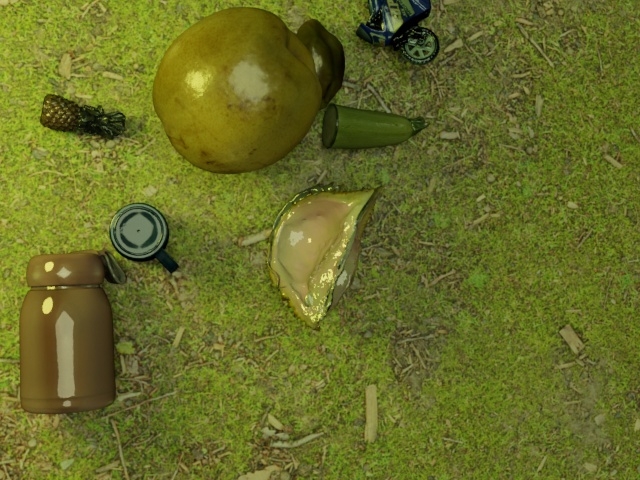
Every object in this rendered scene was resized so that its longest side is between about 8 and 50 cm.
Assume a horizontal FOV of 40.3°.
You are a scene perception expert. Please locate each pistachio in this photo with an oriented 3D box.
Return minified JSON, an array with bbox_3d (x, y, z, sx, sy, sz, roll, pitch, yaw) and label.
[{"bbox_3d":[-0.006,-0.356,1.757,0.100,0.110,0.189,4,87,16],"label":"pistachio"}]

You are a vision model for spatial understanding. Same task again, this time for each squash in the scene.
[{"bbox_3d":[0.119,-0.235,1.788,0.224,0.094,0.094,-2,89,-15],"label":"squash"}]

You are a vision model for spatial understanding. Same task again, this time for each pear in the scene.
[{"bbox_3d":[-0.155,-0.275,1.630,0.315,0.314,0.314,0,89,-11],"label":"pear"}]

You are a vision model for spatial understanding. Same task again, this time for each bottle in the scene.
[{"bbox_3d":[-0.462,0.165,1.637,0.207,0.173,0.296,-1,86,-42],"label":"bottle"}]

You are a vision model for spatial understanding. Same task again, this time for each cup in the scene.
[{"bbox_3d":[-0.331,-0.010,1.670,0.150,0.138,0.113,19,86,-10],"label":"cup"}]

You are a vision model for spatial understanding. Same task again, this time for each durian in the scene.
[{"bbox_3d":[-0.013,0.007,1.731,0.196,0.185,0.305,20,92,17],"label":"durian"}]

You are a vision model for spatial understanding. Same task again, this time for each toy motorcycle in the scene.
[{"bbox_3d":[0.144,-0.504,1.789,0.169,0.113,0.315,-9,81,-2],"label":"toy motorcycle"}]

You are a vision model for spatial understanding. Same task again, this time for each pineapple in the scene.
[{"bbox_3d":[-0.459,-0.237,1.691,0.160,0.074,0.074,10,87,-18],"label":"pineapple"}]
